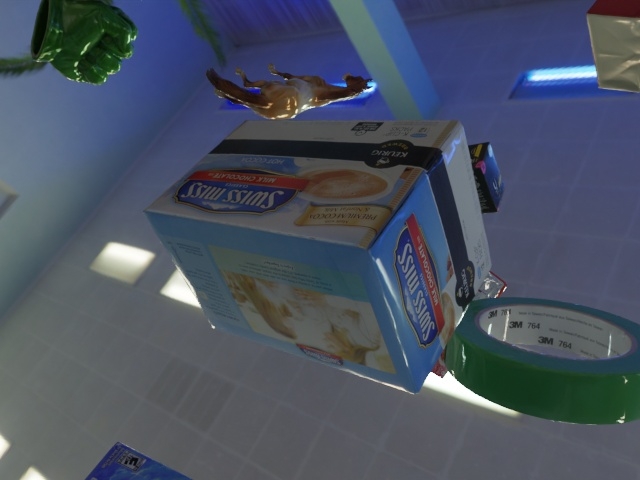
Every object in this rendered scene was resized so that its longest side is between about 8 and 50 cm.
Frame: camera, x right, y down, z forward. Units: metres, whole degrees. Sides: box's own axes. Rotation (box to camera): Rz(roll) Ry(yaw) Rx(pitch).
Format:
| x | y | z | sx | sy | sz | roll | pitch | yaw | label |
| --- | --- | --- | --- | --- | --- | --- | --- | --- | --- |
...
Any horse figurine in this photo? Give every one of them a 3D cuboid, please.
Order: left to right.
| x | y | z | sx | sy | sz | roll | pitch | yaw | label |
| --- | --- | --- | --- | --- | --- | --- | --- | --- | --- |
| -0.061 | -0.253 | 0.986 | 0.174 | 0.066 | 0.263 | 32 | -144 | 33 | horse figurine |

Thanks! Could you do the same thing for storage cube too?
| x | y | z | sx | sy | sz | roll | pitch | yaw | label |
| --- | --- | --- | --- | --- | --- | --- | --- | --- | --- |
| 0.643 | -0.403 | 1.101 | 0.193 | 0.215 | 0.184 | -48 | -136 | -14 | storage cube |

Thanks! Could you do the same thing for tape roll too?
| x | y | z | sx | sy | sz | roll | pitch | yaw | label |
| --- | --- | --- | --- | --- | --- | --- | --- | --- | --- |
| 0.361 | 0.174 | 0.926 | 0.321 | 0.321 | 0.077 | 16 | -72 | 45 | tape roll |

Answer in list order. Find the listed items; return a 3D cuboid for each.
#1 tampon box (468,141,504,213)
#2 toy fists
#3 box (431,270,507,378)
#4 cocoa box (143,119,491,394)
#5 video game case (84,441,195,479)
| x | y | z | sx | sy | sz | roll | pitch | yaw | label |
| --- | --- | --- | --- | --- | --- | --- | --- | --- | --- |
| 0.432 | -0.169 | 1.631 | 0.101 | 0.161 | 0.120 | -6 | -139 | 34 | tampon box |
| -0.338 | -0.376 | 0.908 | 0.096 | 0.142 | 0.279 | 40 | -65 | 42 | toy fists |
| 0.269 | 0.153 | 1.297 | 0.257 | 0.128 | 0.122 | -56 | -160 | 1 | box |
| 0.000 | 0.000 | 0.753 | 0.347 | 0.231 | 0.228 | 10 | -134 | 37 | cocoa box |
| -0.231 | 0.412 | 0.723 | 0.244 | 0.061 | 0.269 | 22 | -143 | 11 | video game case |
